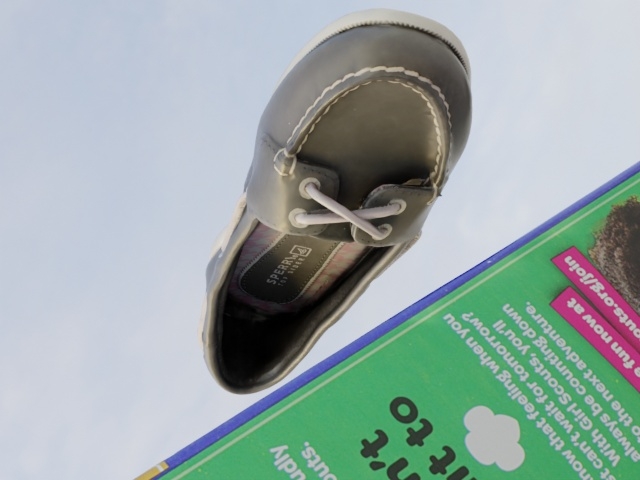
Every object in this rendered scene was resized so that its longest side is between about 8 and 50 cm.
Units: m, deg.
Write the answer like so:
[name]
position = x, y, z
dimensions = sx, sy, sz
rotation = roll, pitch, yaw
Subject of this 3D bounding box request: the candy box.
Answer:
[candy box]
position = 0.054, 0.125, 0.500
dimensions = 0.317, 0.122, 0.268
rotation = -31, -22, -32

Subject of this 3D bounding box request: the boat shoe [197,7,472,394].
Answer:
[boat shoe]
position = 0.000, 0.000, 0.649
dimensions = 0.335, 0.112, 0.096
rotation = 125, 154, -59
